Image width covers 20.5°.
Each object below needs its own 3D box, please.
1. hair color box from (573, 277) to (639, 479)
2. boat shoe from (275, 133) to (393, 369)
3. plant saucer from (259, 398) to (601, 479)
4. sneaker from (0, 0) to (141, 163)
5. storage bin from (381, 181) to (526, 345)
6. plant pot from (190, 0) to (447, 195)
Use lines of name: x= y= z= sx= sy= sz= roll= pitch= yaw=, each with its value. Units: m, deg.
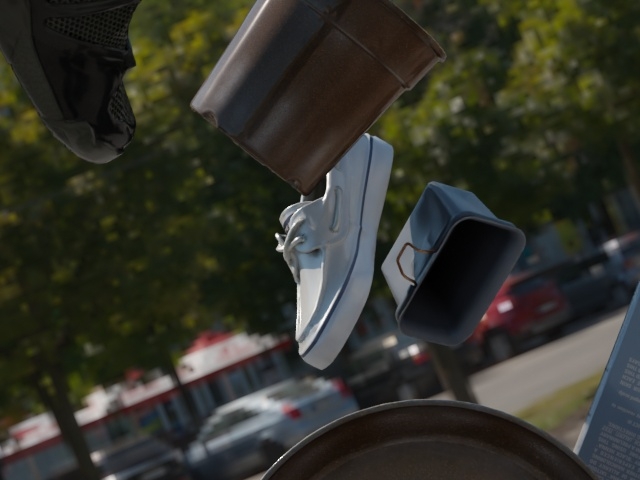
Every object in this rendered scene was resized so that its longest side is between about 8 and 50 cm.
hair color box: x=0.296 y=0.077 z=1.355 sx=0.113 sy=0.375 sz=0.185 roll=24 pitch=18 yaw=17
boat shoe: x=0.000 y=0.000 z=1.598 sx=0.095 sy=0.084 sz=0.258 roll=-52 pitch=20 yaw=44
plant saucer: x=0.078 y=0.267 z=1.256 sx=0.310 sy=0.311 sz=0.050 roll=-22 pitch=-3 yaw=1
sneaker: x=-0.118 y=-0.133 z=0.971 sx=0.130 sy=0.087 sz=0.227 roll=-24 pitch=-39 yaw=-3
storage bin: x=0.109 y=0.014 z=1.646 sx=0.098 sy=0.091 sz=0.135 roll=14 pitch=-64 yaw=-30
plant pot: x=-0.010 y=-0.137 z=1.459 sx=0.165 sy=0.167 sz=0.167 roll=-53 pitch=-4 yaw=0
